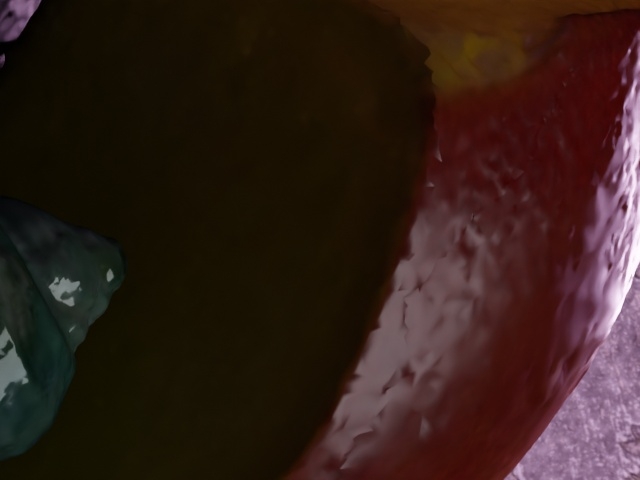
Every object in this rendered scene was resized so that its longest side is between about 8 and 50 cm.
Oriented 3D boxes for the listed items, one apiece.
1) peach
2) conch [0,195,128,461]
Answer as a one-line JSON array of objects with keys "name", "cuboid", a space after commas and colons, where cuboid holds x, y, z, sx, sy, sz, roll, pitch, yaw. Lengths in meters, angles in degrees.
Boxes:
[{"name": "peach", "cuboid": [0.000, 0.000, 0.792, 0.380, 0.242, 0.306, -59, 160, 4]}, {"name": "conch", "cuboid": [-0.155, 0.043, 0.584, 0.202, 0.134, 0.196, -46, 162, -35]}]
